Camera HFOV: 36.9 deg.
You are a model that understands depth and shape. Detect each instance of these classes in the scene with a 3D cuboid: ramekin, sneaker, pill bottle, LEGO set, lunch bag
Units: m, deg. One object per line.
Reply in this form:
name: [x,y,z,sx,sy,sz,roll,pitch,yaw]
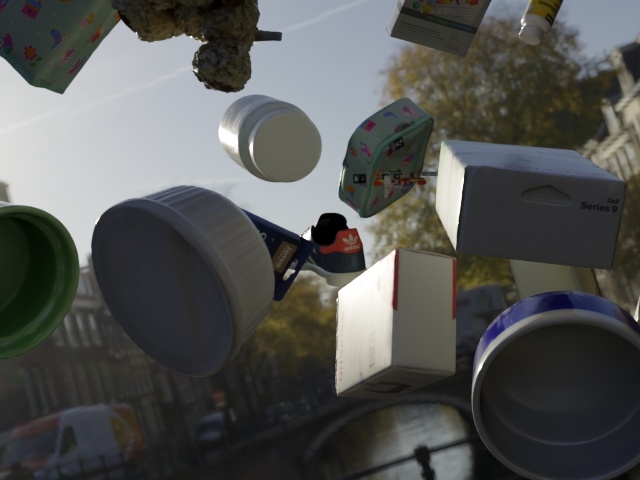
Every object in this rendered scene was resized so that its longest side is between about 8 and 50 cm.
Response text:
ramekin: [-0.632,0.064,1.840,0.148,0.303,0.303,19,19,38]
ramekin: [-0.184,0.047,1.350,0.273,0.273,0.127,-24,8,47]
sneaker: [0.000,0.000,2.261,0.131,0.148,0.350,-11,15,-30]
pill bottle: [0.461,-0.473,2.013,0.065,0.116,0.065,25,-10,5]
LEGO set: [0.199,-0.126,2.066,0.244,0.060,0.182,-2,4,-10]
lunch bag: [-0.477,-0.408,1.573,0.223,0.262,0.160,-48,-4,7]
lunch bag: [0.163,-0.198,2.288,0.224,0.108,0.279,-30,-29,-30]
pill bottle: [-0.127,-0.257,2.423,0.204,0.204,0.361,-15,17,-13]

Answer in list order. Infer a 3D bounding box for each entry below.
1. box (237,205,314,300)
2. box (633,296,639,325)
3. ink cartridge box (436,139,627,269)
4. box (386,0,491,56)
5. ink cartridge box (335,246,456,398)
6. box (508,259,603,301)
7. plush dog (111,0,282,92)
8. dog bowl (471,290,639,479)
box: [-0.132,0.020,1.654,0.225,0.136,0.036,24,19,-21]
box: [0.633,0.232,1.762,0.148,0.232,0.127,15,26,15]
ink cartridge box: [0.279,-0.059,1.339,0.211,0.121,0.289,6,13,1]
box: [0.211,-0.409,1.590,0.145,0.038,0.186,11,-57,-19]
ink cartridge box: [0.138,0.167,1.815,0.131,0.226,0.306,8,-19,-15]
box: [0.384,0.014,1.630,0.113,0.275,0.094,-27,-27,34]
plush dog: [-0.162,-0.376,1.371,0.210,0.262,0.225,-44,-20,-20]
dog bowl: [0.347,0.209,1.355,0.265,0.265,0.104,-19,16,15]
